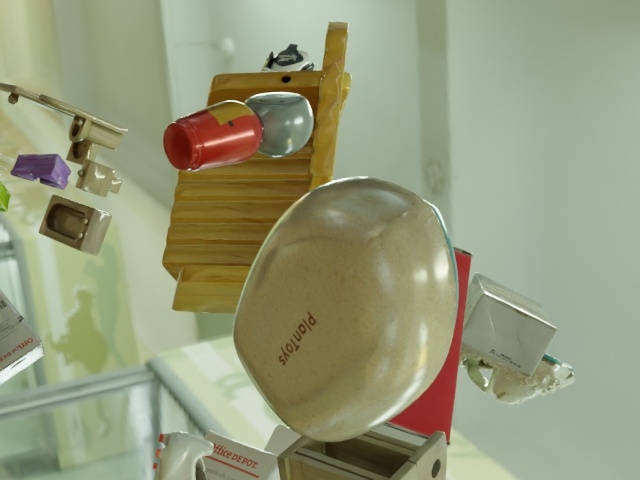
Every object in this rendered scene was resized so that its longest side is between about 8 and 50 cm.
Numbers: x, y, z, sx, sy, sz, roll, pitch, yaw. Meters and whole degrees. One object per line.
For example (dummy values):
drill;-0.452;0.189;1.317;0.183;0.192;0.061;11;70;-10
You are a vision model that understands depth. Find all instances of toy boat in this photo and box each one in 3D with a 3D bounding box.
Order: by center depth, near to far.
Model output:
toy boat;0.000;0.000;0.942;0.318;0.148;0.267;56;-43;16

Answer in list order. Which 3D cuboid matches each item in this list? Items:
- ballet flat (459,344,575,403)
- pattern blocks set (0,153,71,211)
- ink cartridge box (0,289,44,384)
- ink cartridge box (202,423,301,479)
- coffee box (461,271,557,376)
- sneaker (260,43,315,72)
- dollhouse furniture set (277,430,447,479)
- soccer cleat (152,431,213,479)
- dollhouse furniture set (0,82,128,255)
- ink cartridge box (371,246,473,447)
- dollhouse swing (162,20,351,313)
ballet flat;0.384;0.261;2.231;0.409;0.147;0.147;-153;-125;-74
pattern blocks set;-0.350;-0.077;0.855;0.285;0.324;0.026;44;54;-67
ink cartridge box;-0.517;0.151;1.740;0.135;0.099;0.056;48;-25;16
ink cartridge box;-0.131;0.411;1.606;0.119;0.353;0.207;43;-22;-30
coffee box;0.316;0.142;1.919;0.098;0.141;0.246;-63;179;8
sneaker;-0.077;-0.271;1.844;0.235;0.094;0.153;30;77;-71
dollhouse furniture set;0.048;0.290;1.151;0.129;0.129;0.184;13;-62;32
soccer cleat;-0.192;0.334;1.468;0.068;0.076;0.196;-86;-170;-53
dollhouse furniture set;-0.310;-0.083;1.246;0.144;0.123;0.151;17;-94;51
ink cartridge box;0.109;0.150;1.493;0.272;0.130;0.309;124;-17;-52
dollhouse swing;-0.098;-0.111;1.525;0.305;0.315;0.347;64;30;-62
